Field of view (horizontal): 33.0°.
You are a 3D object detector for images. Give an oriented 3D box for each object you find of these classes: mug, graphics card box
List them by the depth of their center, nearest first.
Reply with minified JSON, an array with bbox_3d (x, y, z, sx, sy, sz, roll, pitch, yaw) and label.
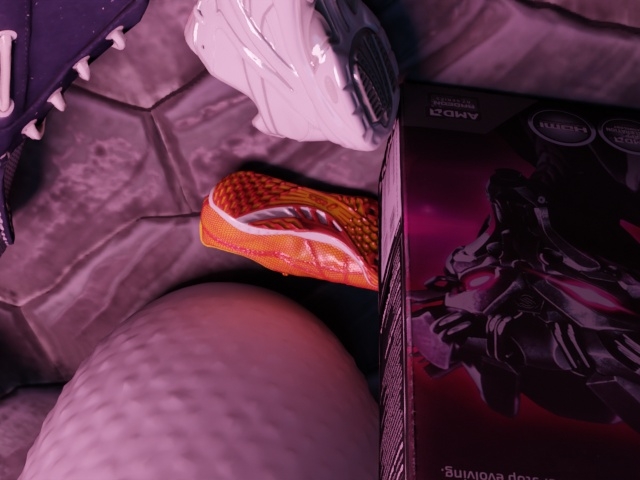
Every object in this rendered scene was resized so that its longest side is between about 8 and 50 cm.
[{"bbox_3d":[0.150,0.060,0.600,0.232,0.371,0.094,7,130,-2],"label":"graphics card box"},{"bbox_3d":[-0.033,0.215,0.765,0.374,0.328,0.276,21,128,-15],"label":"mug"}]

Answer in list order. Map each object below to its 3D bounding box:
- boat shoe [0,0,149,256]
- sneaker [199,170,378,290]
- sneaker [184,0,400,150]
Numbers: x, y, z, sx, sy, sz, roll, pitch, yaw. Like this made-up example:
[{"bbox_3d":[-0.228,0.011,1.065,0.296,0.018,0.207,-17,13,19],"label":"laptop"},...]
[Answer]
[{"bbox_3d":[-0.177,-0.105,0.644,0.158,0.127,0.341,-11,146,-15],"label":"boat shoe"},{"bbox_3d":[0.000,0.000,0.769,0.175,0.064,0.067,21,148,-8],"label":"sneaker"},{"bbox_3d":[-0.041,-0.147,0.623,0.115,0.090,0.232,-4,123,29],"label":"sneaker"}]
